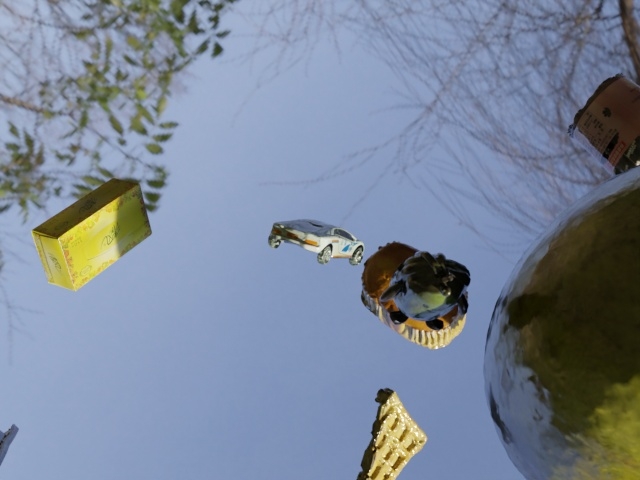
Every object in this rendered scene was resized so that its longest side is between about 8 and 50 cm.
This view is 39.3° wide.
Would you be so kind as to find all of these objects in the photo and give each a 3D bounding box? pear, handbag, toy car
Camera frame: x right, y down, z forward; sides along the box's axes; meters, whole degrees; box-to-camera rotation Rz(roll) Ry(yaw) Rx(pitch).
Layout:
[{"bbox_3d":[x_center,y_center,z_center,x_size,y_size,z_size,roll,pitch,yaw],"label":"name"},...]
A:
[{"bbox_3d":[0.319,0.088,0.725,0.413,0.352,0.352,-29,-140,48],"label":"pear"},{"bbox_3d":[0.087,0.037,0.719,0.072,0.111,0.047,9,-108,-2],"label":"handbag"},{"bbox_3d":[0.000,0.000,1.333,0.095,0.205,0.056,17,-84,25],"label":"toy car"}]

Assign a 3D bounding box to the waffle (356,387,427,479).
[{"bbox_3d":[0.053,0.248,0.989,0.023,0.097,0.153,13,-123,51],"label":"waffle"}]

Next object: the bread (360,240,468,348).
[{"bbox_3d":[0.160,0.091,1.533,0.190,0.114,0.132,32,-111,20],"label":"bread"}]

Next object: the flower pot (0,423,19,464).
[{"bbox_3d":[-0.485,0.290,1.124,0.179,0.084,0.251,-42,-170,-7],"label":"flower pot"}]

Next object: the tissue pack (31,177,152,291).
[{"bbox_3d":[-0.341,-0.012,1.356,0.062,0.095,0.176,13,-143,32],"label":"tissue pack"}]

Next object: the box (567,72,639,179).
[{"bbox_3d":[0.464,-0.168,1.360,0.151,0.151,0.135,-45,-113,-1],"label":"box"}]
